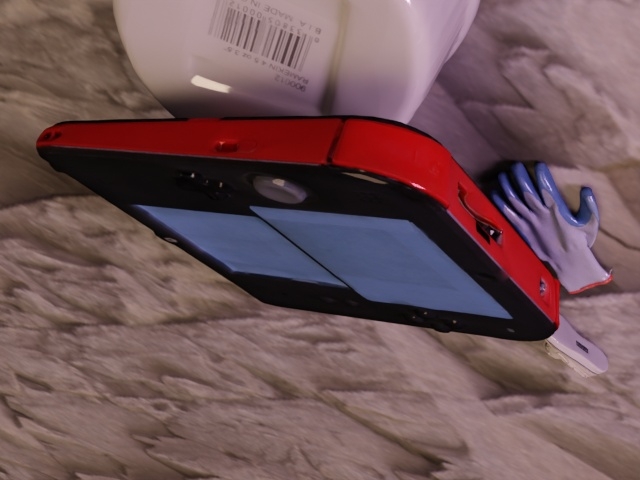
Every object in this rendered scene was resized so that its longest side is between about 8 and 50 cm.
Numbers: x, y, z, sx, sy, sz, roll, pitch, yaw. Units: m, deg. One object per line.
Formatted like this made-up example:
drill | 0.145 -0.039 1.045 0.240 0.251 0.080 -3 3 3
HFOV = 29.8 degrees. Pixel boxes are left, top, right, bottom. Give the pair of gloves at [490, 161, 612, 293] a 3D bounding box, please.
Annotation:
pair of gloves | 0.173 0.005 1.108 0.198 0.023 0.159 -18 124 36

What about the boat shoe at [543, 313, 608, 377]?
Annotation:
boat shoe | 0.235 0.102 1.172 0.100 0.035 0.035 35 133 -22

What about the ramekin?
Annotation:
ramekin | -0.023 -0.187 0.919 0.277 0.135 0.277 11 135 11

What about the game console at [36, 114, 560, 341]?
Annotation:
game console | 0.000 0.000 1.016 0.342 0.060 0.386 1 159 29
